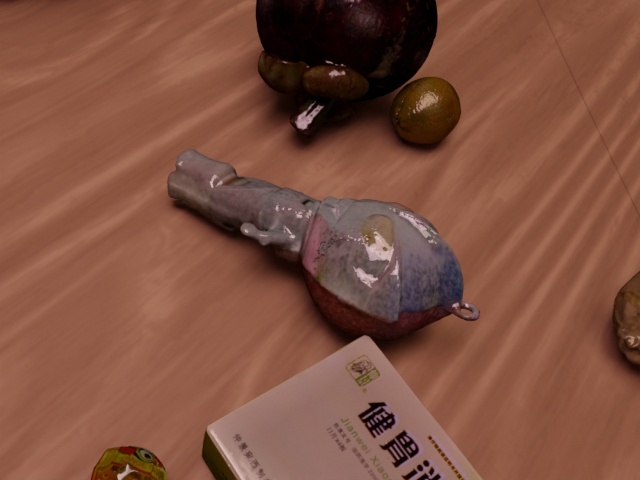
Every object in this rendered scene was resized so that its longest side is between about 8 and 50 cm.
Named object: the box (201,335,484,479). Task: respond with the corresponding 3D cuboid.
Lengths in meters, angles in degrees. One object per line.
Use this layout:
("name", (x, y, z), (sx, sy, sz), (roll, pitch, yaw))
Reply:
("box", (0.044, 0.225, 0.578), (0.175, 0.062, 0.260), (-25, 62, -30))

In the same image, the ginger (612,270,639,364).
("ginger", (0.432, 0.064, 0.785), (0.262, 0.109, 0.116), (-9, 29, -22))

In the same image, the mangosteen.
("mangosteen", (0.022, -0.247, 0.861), (0.228, 0.228, 0.266), (19, 78, -1))

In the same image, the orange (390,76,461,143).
("orange", (0.132, -0.164, 0.898), (0.095, 0.085, 0.085), (-24, 62, -32))

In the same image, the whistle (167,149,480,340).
("whistle", (-0.001, 0.001, 0.714), (0.346, 0.134, 0.142), (24, 53, 16))

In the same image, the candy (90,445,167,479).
("candy", (-0.182, 0.241, 0.517), (0.060, 0.060, 0.201), (28, 57, 7))
